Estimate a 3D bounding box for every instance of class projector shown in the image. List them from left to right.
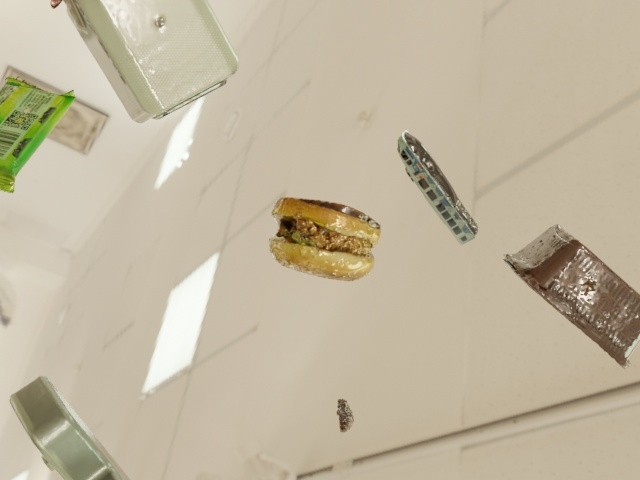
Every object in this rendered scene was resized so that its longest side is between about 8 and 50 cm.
[{"bbox_3d":[-0.239,-0.294,1.046,0.163,0.242,0.177,-34,-164,-16],"label":"projector"}]

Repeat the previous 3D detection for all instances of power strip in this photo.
[{"bbox_3d":[-0.265,0.296,0.916,0.059,0.265,0.194,-37,-146,-20],"label":"power strip"}]

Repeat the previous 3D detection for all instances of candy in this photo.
[{"bbox_3d":[-0.370,-0.129,0.900,0.032,0.102,0.178,95,9,-46],"label":"candy"}]

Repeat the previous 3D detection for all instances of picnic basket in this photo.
[{"bbox_3d":[0.508,0.094,1.471,0.129,0.297,0.222,-49,-170,11],"label":"picnic basket"}]

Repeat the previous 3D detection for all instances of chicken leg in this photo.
[{"bbox_3d":[0.029,0.211,0.911,0.083,0.021,0.036,76,11,-70],"label":"chicken leg"}]

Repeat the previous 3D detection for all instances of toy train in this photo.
[{"bbox_3d":[0.186,-0.087,1.240,0.047,0.207,0.043,-31,-170,30],"label":"toy train"}]

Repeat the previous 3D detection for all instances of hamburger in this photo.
[{"bbox_3d":[-0.001,0.000,1.228,0.191,0.182,0.117,15,-95,54],"label":"hamburger"}]

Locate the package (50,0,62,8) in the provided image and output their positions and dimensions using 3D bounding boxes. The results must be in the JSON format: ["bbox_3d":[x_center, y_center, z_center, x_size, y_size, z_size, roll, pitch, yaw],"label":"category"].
[{"bbox_3d":[-0.239,-0.345,0.835,0.083,0.022,0.200,9,-110,57],"label":"package"}]
